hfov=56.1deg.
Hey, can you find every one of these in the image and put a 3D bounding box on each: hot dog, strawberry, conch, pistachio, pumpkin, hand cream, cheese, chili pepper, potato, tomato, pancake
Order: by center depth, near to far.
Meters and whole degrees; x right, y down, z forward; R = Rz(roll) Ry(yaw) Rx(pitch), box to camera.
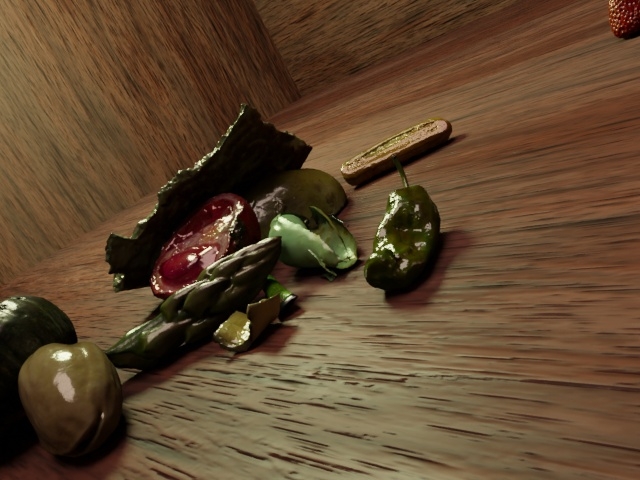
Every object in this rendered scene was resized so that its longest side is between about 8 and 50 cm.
[{"bbox_3d":[-0.287,0.180,0.692,0.185,0.108,0.126,8,67,53],"label":"pistachio"},{"bbox_3d":[0.103,-0.017,0.698,0.072,0.073,0.204,-1,39,23],"label":"chili pepper"},{"bbox_3d":[-0.080,0.096,0.709,0.084,0.041,0.060,-36,3,34],"label":"cheese"},{"bbox_3d":[-0.057,0.069,0.779,0.036,0.023,0.122,-50,20,-2],"label":"hand cream"},{"bbox_3d":[-0.448,0.173,0.812,0.238,0.159,0.238,-40,1,1],"label":"pumpkin"},{"bbox_3d":[0.000,0.000,0.820,0.106,0.079,0.170,-42,36,-20],"label":"conch"},{"bbox_3d":[-0.164,0.029,0.918,0.173,0.099,0.189,-18,40,33],"label":"tomato"},{"bbox_3d":[-0.086,-0.050,1.030,0.272,0.111,0.160,-33,15,-15],"label":"potato"},{"bbox_3d":[-0.197,-0.066,1.048,0.427,0.067,0.305,-45,-21,-4],"label":"pancake"},{"bbox_3d":[0.139,-0.163,1.104,0.216,0.047,0.066,-27,53,9],"label":"hot dog"},{"bbox_3d":[0.565,-0.416,1.107,0.073,0.083,0.073,-35,16,12],"label":"strawberry"}]

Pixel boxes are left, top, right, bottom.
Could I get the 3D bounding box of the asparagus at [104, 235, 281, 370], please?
[{"bbox_3d":[-0.159,0.090,0.791,0.287,0.080,0.080,-40,18,-4],"label":"asparagus"}]
